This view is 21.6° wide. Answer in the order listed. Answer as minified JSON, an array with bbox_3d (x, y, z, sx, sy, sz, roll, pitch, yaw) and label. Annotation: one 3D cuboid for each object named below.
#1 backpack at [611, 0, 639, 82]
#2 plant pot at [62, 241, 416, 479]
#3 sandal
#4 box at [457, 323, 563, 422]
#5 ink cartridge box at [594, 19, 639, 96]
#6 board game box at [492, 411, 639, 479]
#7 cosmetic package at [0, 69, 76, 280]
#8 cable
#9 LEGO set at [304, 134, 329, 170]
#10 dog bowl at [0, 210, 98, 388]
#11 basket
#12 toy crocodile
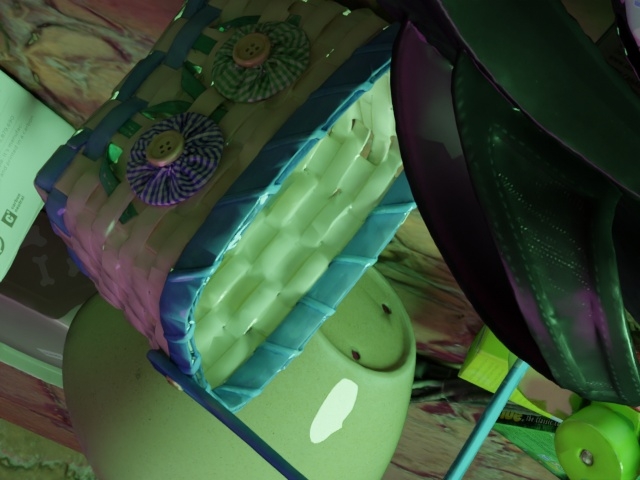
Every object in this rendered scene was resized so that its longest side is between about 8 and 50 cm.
[{"bbox_3d":[0.177,-0.102,0.636,0.115,0.152,0.182,1,141,35],"label":"backpack"},{"bbox_3d":[-0.035,0.101,1.335,0.284,0.284,0.191,33,125,-25],"label":"plant pot"},{"bbox_3d":[0.084,-0.036,0.770,0.446,0.107,0.167,48,175,-14],"label":"sandal"},{"bbox_3d":[0.207,0.121,1.359,0.178,0.042,0.109,24,163,2],"label":"box"},{"bbox_3d":[0.259,0.029,0.813,0.239,0.060,0.275,46,177,-43],"label":"ink cartridge box"},{"bbox_3d":[0.279,0.224,1.585,0.136,0.030,0.260,8,156,48],"label":"board game box"},{"bbox_3d":[-0.404,-0.127,1.283,0.217,0.156,0.385,8,155,42],"label":"cosmetic package"},{"bbox_3d":[0.097,0.147,1.533,0.287,0.072,0.139,12,164,33],"label":"cable"},{"bbox_3d":[-0.075,-0.027,1.226,0.227,0.093,0.087,5,154,47],"label":"LEGO set"},{"bbox_3d":[-0.294,0.061,1.754,0.349,0.102,0.349,23,163,8],"label":"dog bowl"},{"bbox_3d":[0.000,0.000,0.945,0.289,0.255,0.201,32,162,15],"label":"basket"},{"bbox_3d":[0.277,0.157,1.183,0.340,0.115,0.105,38,140,32],"label":"toy crocodile"}]
